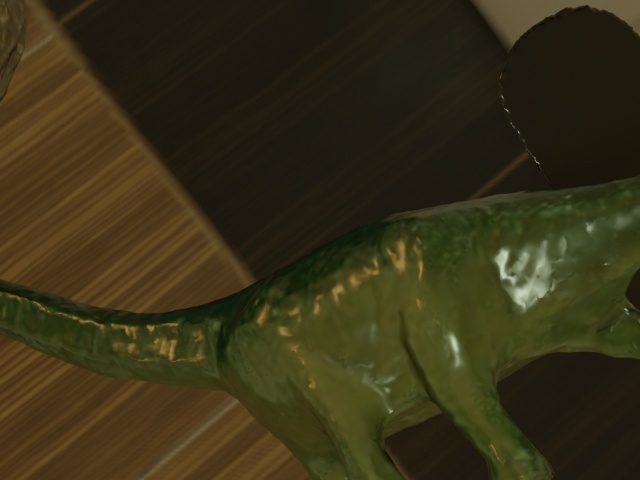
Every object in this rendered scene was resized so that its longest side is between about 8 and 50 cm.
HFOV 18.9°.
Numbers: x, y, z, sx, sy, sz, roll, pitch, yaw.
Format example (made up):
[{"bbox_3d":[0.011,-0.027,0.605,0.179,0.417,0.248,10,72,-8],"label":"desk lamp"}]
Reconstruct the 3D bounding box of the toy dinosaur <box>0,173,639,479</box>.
[{"bbox_3d":[0.000,0.000,0.761,0.447,0.087,0.301,-41,59,12],"label":"toy dinosaur"}]

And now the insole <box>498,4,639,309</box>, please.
[{"bbox_3d":[0.181,0.041,0.847,0.109,0.007,0.322,-33,91,-21],"label":"insole"}]

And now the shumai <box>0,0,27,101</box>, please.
[{"bbox_3d":[-0.213,-0.121,0.804,0.161,0.153,0.209,-14,60,-1],"label":"shumai"}]
